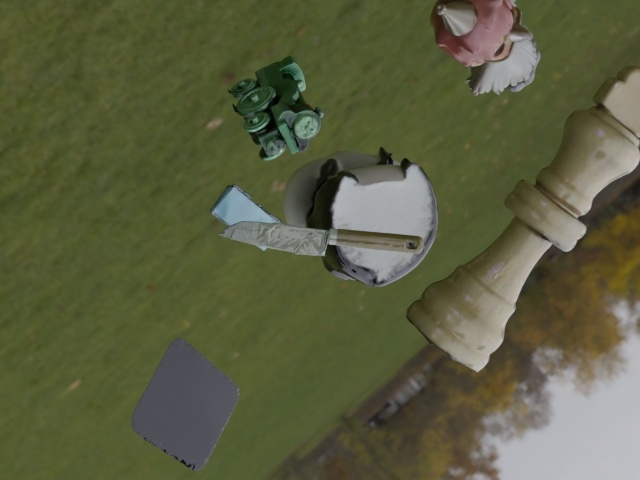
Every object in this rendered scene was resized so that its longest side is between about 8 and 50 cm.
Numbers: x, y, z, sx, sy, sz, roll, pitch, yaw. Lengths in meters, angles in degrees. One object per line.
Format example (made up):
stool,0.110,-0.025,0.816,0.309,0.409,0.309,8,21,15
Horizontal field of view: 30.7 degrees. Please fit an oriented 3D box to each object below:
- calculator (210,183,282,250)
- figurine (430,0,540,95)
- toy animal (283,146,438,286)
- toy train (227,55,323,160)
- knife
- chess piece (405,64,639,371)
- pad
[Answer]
calculator,-0.108,-0.034,1.736,0.057,0.018,0.172,-55,150,-2
figurine,0.292,-0.371,2.046,0.387,0.166,0.207,25,83,-63
toy animal,0.059,-0.047,2.097,0.251,0.251,0.310,-40,-166,-7
toy train,-0.057,-0.174,1.558,0.105,0.071,0.178,-25,-144,1
knife,0.000,0.001,1.691,0.017,0.298,0.047,-84,-179,-68
chess piece,0.262,-0.033,1.355,0.397,0.117,0.117,-53,170,10
pad,-0.272,0.333,1.903,0.323,0.055,0.250,-47,144,-7
